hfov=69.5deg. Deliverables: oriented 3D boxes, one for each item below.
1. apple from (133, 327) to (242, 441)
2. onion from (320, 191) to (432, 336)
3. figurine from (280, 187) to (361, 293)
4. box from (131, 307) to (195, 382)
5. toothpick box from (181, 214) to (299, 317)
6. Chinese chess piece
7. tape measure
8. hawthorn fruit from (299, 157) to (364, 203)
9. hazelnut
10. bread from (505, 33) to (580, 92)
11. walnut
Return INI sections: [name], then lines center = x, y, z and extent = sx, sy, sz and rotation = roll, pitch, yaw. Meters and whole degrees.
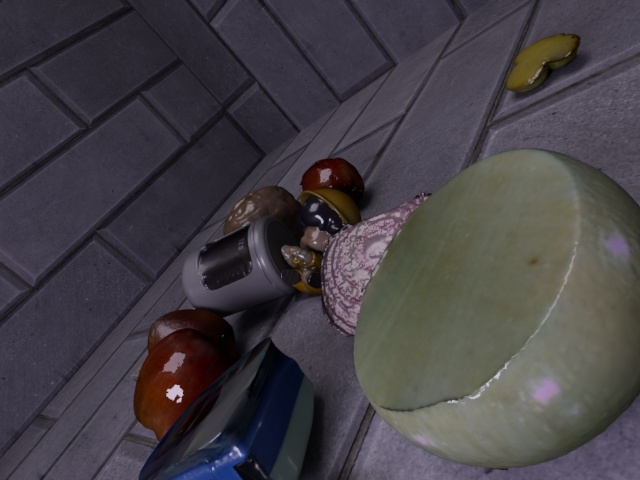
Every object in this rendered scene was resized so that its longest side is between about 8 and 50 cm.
[apple]
center = -0.249, 0.287, 0.907
extent = 0.234, 0.234, 0.234
rotation = -37, 20, 16
[onion]
center = 0.127, 0.068, 0.814
extent = 0.250, 0.111, 0.248
rotation = -22, 49, 24
[figurine]
center = 0.004, 0.002, 1.099
extent = 0.192, 0.167, 0.257
rotation = 2, 71, 58
[box]
center = -0.443, 0.328, 1.403
extent = 0.135, 0.079, 0.269
rotation = -17, 32, 50
[toothpick box]
center = -0.216, 0.089, 1.221
extent = 0.316, 0.229, 0.229
rotation = -23, 25, 21
[Chinese chess piece]
center = 0.188, 0.068, 0.520
extent = 0.349, 0.146, 0.349
rotation = -50, 18, 23
[tape measure]
center = -0.134, 0.306, 0.693
extent = 0.262, 0.138, 0.259
rotation = -41, 5, 18
[hawthorn fruit]
center = 0.052, -0.146, 1.327
extent = 0.235, 0.181, 0.181
rotation = 9, 54, 50
[hazelnut]
center = -0.316, 0.254, 1.118
extent = 0.208, 0.208, 0.208
rotation = -37, 20, 16
[bread]
center = 0.528, -0.409, 1.090
extent = 0.149, 0.065, 0.187
rotation = -57, 24, -9
[walnut]
center = -0.170, -0.036, 1.410
extent = 0.273, 0.227, 0.273
rotation = -36, 17, 13
